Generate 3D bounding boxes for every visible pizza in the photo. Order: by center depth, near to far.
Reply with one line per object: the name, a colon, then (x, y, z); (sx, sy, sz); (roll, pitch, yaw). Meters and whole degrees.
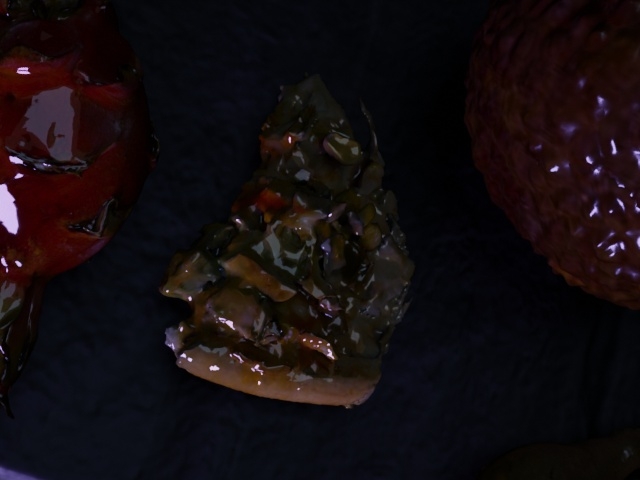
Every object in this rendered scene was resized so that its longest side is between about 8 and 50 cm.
pizza: (0.000, 0.000, 0.536); (0.147, 0.069, 0.226); (31, 65, -7)

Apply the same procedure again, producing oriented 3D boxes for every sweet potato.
sweet potato: (0.145, 0.156, 0.549); (0.226, 0.068, 0.068); (-24, 83, -34)

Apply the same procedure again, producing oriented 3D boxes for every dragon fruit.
dragon fruit: (-0.160, -0.015, 0.455); (0.125, 0.125, 0.246); (7, 84, 14)

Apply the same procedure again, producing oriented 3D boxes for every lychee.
lychee: (0.219, -0.087, 0.558); (0.260, 0.260, 0.260); (6, 72, -19)

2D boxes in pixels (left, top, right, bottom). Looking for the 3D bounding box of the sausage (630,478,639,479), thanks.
sausage: (0.191, 0.259, 0.524); (0.083, 0.083, 0.264); (28, 65, -11)
